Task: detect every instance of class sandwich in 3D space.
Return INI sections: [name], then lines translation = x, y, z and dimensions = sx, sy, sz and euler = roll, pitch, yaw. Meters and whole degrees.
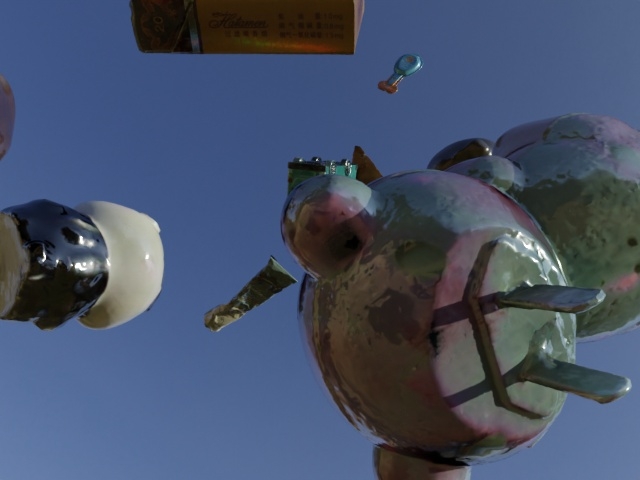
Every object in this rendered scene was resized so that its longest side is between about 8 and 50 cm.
[sandwich]
translation = 0.116, -0.058, 1.472
dimensions = 0.096, 0.094, 0.258
euler = -33, -96, 5

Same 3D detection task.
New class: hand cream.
[hand cream]
translation = -0.164, 0.124, 1.622
dimensions = 0.248, 0.052, 0.075
euler = -38, -50, 24

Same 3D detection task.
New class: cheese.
[cheese]
translation = 0.146, -0.305, 1.353
dimensions = 0.047, 0.111, 0.017
euler = 30, -26, 24

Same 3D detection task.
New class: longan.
[longan]
translation = 0.308, -0.136, 1.540
dimensions = 0.184, 0.159, 0.204
euler = -8, -30, -5

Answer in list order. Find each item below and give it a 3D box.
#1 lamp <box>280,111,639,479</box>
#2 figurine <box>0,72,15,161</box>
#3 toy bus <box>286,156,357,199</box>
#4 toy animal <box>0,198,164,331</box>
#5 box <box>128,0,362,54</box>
[lamp]
translation = 0.138, 0.034, 0.521
dimensions = 0.247, 0.301, 0.247
euler = 9, -60, 61
[figurine]
translation = -0.538, -0.171, 0.857
dimensions = 0.365, 0.218, 0.206
euler = 30, -83, -13
[toy bus]
translation = 0.005, -0.105, 1.358
dimensions = 0.079, 0.160, 0.092
euler = 8, -80, 23
[toy animal]
translation = -0.386, 0.038, 1.181
dimensions = 0.212, 0.266, 0.213
euler = -4, -96, 40
[box]
translation = -0.129, -0.455, 1.442
dimensions = 0.415, 0.264, 0.116
euler = 3, -54, 6
